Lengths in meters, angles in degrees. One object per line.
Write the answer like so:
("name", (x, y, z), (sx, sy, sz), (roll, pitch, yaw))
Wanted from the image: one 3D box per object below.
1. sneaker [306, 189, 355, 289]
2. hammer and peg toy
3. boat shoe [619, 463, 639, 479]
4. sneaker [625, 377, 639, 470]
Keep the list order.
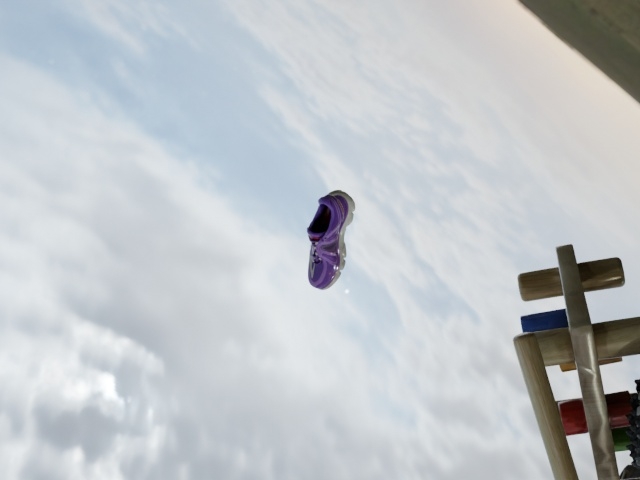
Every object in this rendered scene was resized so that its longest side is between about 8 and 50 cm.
("sneaker", (0.000, 0.000, 1.274), (0.068, 0.170, 0.071), (26, -153, 35))
("hammer and peg toy", (0.292, 0.168, 0.855), (0.361, 0.127, 0.266), (-53, -50, -68))
("boat shoe", (0.654, 0.654, 1.769), (0.132, 0.355, 0.130), (47, 163, -32))
("sneaker", (0.368, 0.123, 0.775), (0.106, 0.234, 0.078), (18, 154, 15))
